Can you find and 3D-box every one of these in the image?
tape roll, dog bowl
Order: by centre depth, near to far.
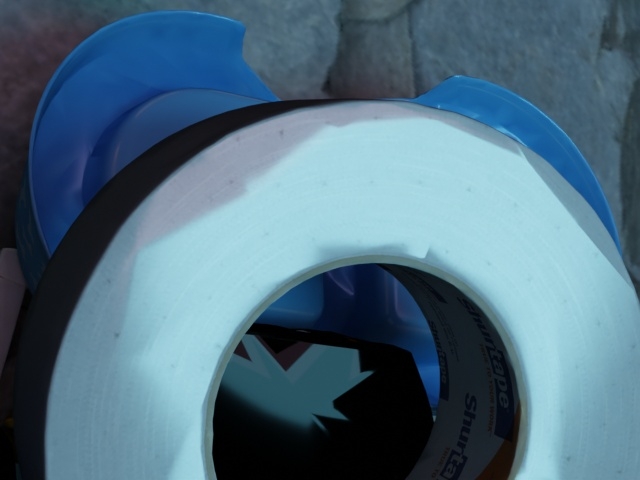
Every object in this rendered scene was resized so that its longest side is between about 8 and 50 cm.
[{"bbox_3d":[0.006,0.059,0.518,0.219,0.072,0.219,-1,95,-19],"label":"tape roll"},{"bbox_3d":[0.000,0.000,0.674,0.297,0.074,0.165,9,67,-26],"label":"dog bowl"}]

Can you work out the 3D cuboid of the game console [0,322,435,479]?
[{"bbox_3d":[-0.137,0.125,0.535,0.361,0.044,0.213,8,93,-18],"label":"game console"}]

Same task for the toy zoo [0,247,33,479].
[{"bbox_3d":[-0.081,0.128,0.645,0.192,0.030,0.293,22,64,-21],"label":"toy zoo"}]
